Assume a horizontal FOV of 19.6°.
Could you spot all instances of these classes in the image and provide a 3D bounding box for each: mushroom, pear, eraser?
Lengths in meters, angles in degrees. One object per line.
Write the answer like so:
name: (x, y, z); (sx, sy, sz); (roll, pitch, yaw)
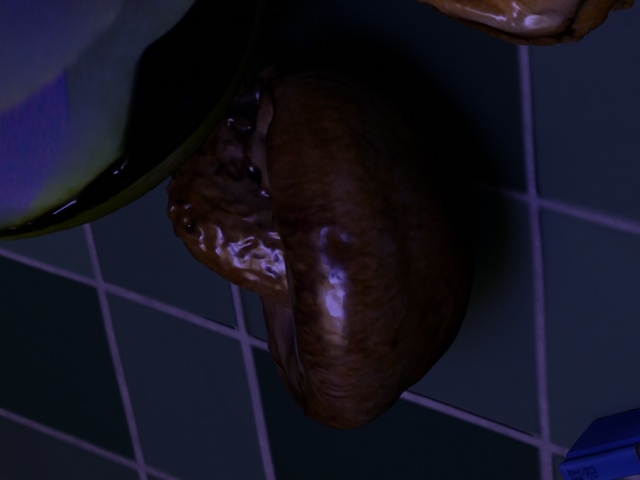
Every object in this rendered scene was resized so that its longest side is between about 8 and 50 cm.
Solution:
mushroom: (0.006, -0.011, 1.419); (0.283, 0.195, 0.263); (51, 164, 16)
pear: (-0.190, -0.163, 1.394); (0.399, 0.398, 0.165); (19, 169, 30)
eraser: (0.236, 0.162, 1.465); (0.085, 0.063, 0.027); (-22, 106, 49)

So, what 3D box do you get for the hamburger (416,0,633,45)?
hamburger: (0.123, -0.241, 1.154); (0.244, 0.163, 0.244); (25, 130, 33)
